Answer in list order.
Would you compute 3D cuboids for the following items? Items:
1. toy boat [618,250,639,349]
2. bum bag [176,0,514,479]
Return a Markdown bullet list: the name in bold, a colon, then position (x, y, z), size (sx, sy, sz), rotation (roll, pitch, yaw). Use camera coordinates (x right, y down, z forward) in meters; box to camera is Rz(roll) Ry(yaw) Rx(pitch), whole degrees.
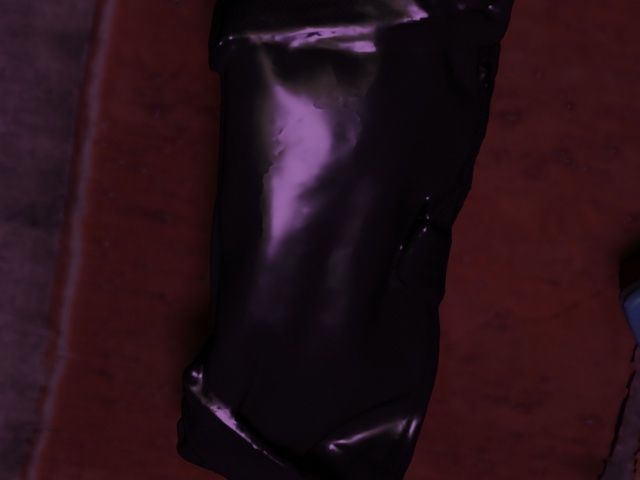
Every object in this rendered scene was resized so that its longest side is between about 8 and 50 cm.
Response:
- **toy boat**: position (0.279, 0.129, 0.823), size (0.145, 0.133, 0.332), rotation (-32, 112, 11)
- **bum bag**: position (0.000, 0.000, 0.792), size (0.142, 0.080, 0.326), rotation (6, 111, -12)
